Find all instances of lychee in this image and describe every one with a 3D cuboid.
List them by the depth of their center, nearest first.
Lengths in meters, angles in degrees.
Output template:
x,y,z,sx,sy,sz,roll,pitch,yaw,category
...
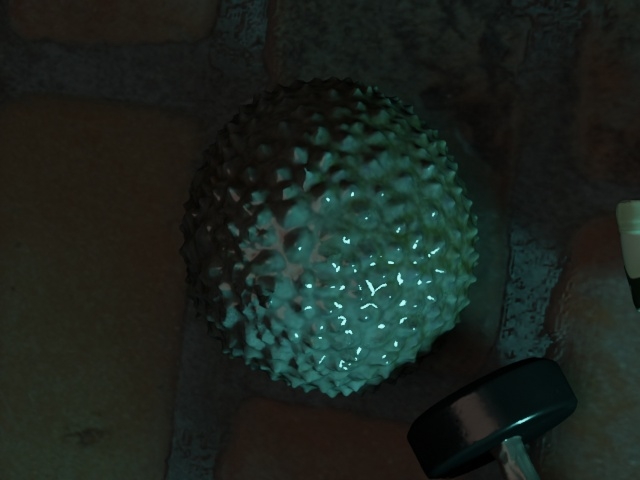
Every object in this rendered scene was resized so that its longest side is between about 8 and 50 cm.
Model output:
x,y,z,sx,sy,sz,roll,pitch,yaw,category
-0.003,-0.001,1.333,0.300,0.300,0.300,-2,87,29,lychee

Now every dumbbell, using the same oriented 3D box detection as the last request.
x,y,z,sx,sy,sz,roll,pitch,yaw,category
0.188,0.228,1.280,0.152,0.152,0.218,-34,72,23,dumbbell

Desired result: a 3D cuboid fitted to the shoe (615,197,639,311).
x,y,z,sx,sy,sz,roll,pitch,yaw,category
0.380,0.015,1.226,0.265,0.095,0.110,3,95,34,shoe
